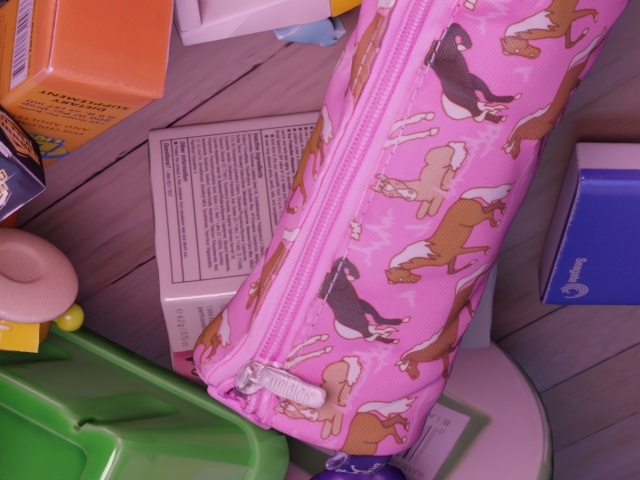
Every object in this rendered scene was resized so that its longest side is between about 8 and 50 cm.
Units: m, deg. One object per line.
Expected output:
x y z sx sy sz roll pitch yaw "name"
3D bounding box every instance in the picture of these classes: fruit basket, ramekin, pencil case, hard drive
-0.164 0.263 1.413 0.283 0.392 0.392 24 158 25 "fruit basket"
0.047 0.195 1.607 0.303 0.303 0.148 -5 140 -4 "ramekin"
0.055 -0.049 1.185 0.160 0.167 0.386 16 119 -15 "pencil case"
0.340 -0.008 1.531 0.318 0.040 0.210 1 153 -2 "hard drive"

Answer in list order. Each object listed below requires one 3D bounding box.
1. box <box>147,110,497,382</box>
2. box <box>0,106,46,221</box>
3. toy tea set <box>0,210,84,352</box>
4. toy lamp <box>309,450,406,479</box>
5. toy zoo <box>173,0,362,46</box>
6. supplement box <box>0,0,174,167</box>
0.000 0.000 1.417 0.232 0.149 0.127 -6 148 -1 "box"
-0.296 -0.034 1.138 0.220 0.051 0.175 -35 127 11 "box"
-0.331 0.009 1.313 0.336 0.200 0.124 8 130 -23 "toy tea set"
0.017 0.117 1.485 0.080 0.275 0.080 -5 148 -3 "toy lamp"
-0.005 -0.212 1.150 0.192 0.030 0.293 -20 149 -8 "toy zoo"
-0.171 -0.100 1.228 0.078 0.080 0.233 10 166 -26 "supplement box"
